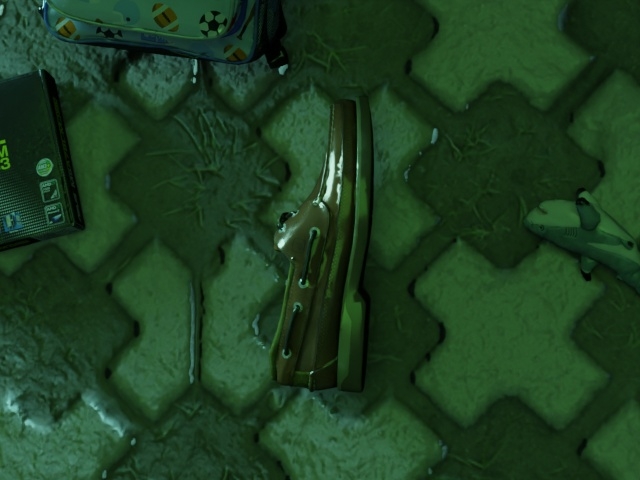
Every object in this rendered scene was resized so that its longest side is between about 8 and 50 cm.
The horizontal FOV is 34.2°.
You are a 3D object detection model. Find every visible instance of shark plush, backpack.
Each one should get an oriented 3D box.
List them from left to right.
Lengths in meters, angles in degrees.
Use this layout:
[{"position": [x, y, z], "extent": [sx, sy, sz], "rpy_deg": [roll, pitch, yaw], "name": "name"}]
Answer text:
[{"position": [-0.154, -0.318, 1.041], "extent": [0.277, 0.213, 0.263], "rpy_deg": [8, 99, -1], "name": "backpack"}, {"position": [0.288, 0.012, 1.070], "extent": [0.161, 0.073, 0.067], "rpy_deg": [40, 108, -9], "name": "shark plush"}]

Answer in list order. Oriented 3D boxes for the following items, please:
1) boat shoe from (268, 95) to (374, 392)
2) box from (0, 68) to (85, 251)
[{"position": [0.000, 0.000, 1.062], "extent": [0.105, 0.111, 0.307], "rpy_deg": [3, 82, 6], "name": "boat shoe"}, {"position": [-0.372, -0.078, 1.154], "extent": [0.191, 0.045, 0.184], "rpy_deg": [-14, 82, 4], "name": "box"}]
